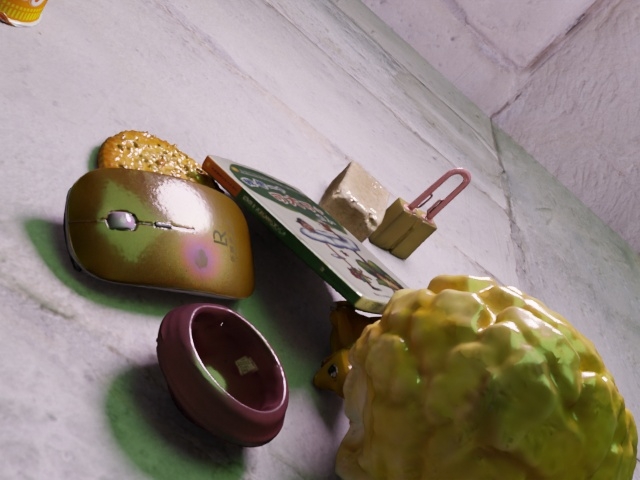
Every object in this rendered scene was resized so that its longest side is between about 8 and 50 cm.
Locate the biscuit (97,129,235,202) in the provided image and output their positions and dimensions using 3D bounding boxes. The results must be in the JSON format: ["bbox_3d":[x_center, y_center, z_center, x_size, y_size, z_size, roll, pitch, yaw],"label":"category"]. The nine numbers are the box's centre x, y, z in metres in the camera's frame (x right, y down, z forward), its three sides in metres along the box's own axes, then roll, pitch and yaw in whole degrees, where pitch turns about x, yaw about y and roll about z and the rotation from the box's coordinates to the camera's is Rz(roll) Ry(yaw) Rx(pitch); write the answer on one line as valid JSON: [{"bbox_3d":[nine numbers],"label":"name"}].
[{"bbox_3d":[-0.223,-0.072,1.307,0.254,0.035,0.254,35,28,-21],"label":"biscuit"}]

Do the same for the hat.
[{"bbox_3d":[-0.124,0.165,1.039,0.205,0.089,0.205,41,23,-21],"label":"hat"}]

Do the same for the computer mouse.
[{"bbox_3d":[-0.194,-0.003,1.160,0.310,0.071,0.158,14,61,-47],"label":"computer mouse"}]

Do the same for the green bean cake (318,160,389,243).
[{"bbox_3d":[0.065,-0.072,1.691,0.109,0.085,0.179,43,24,-8],"label":"green bean cake"}]

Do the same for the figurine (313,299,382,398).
[{"bbox_3d":[0.062,0.166,1.286,0.176,0.122,0.121,-68,149,-55],"label":"figurine"}]

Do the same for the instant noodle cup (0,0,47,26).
[{"bbox_3d":[-0.457,-0.453,1.343,0.168,0.185,0.168,35,27,-21],"label":"instant noodle cup"}]

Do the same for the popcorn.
[{"bbox_3d":[0.212,0.236,1.121,0.390,0.344,0.354,31,-17,11],"label":"popcorn"}]

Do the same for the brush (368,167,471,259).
[{"bbox_3d":[0.204,-0.065,1.716,0.103,0.233,0.047,25,33,-34],"label":"brush"}]

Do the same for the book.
[{"bbox_3d":[0.000,0.000,1.382,0.371,0.043,0.260,42,12,31],"label":"book"}]
